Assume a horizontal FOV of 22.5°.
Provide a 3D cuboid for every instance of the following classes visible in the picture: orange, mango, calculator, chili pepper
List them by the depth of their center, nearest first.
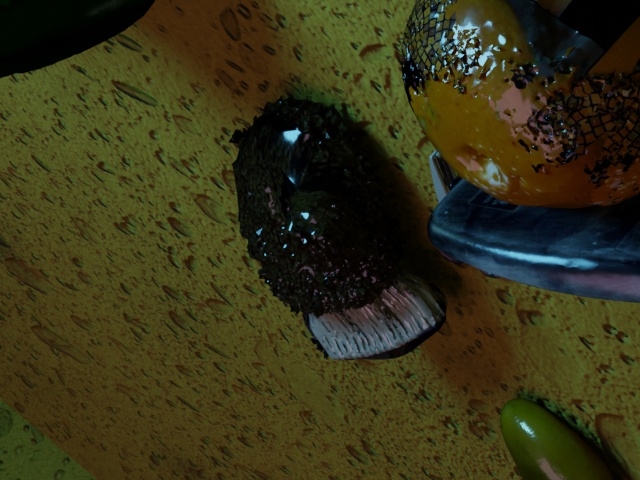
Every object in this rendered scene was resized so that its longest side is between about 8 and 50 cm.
[{"bbox_3d":[0.172,-0.122,1.226,0.234,0.182,0.234,27,160,11],"label":"orange"},{"bbox_3d":[0.208,-0.026,1.309,0.268,0.177,0.040,11,136,44],"label":"calculator"},{"bbox_3d":[-0.285,-0.279,1.536,0.233,0.256,0.248,48,158,17],"label":"chili pepper"},{"bbox_3d":[0.256,0.241,1.771,0.161,0.076,0.103,50,161,4],"label":"mango"}]

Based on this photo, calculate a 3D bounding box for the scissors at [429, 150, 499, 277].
[{"bbox_3d":[0.133,-0.027,1.589,0.085,0.022,0.176,24,151,35],"label":"scissors"}]

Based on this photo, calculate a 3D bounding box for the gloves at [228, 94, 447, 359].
[{"bbox_3d":[0.006,-0.004,1.674,0.312,0.135,0.210,56,157,-20],"label":"gloves"}]
